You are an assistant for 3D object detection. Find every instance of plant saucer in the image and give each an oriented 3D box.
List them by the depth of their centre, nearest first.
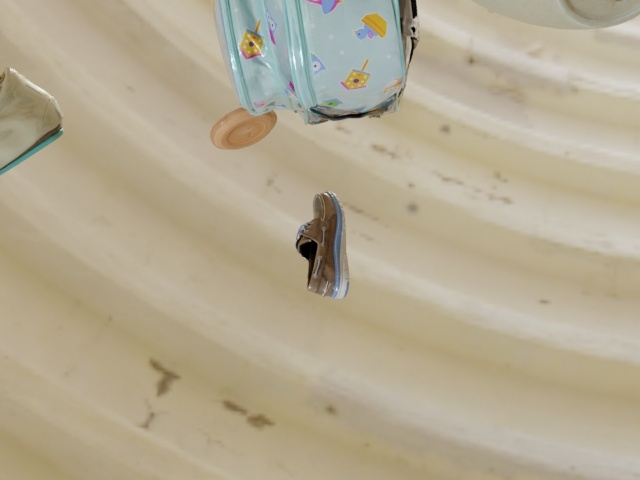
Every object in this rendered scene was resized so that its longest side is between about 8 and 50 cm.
[{"bbox_3d":[-0.089,-0.131,1.391,0.013,0.083,0.083,66,-168,21],"label":"plant saucer"}]

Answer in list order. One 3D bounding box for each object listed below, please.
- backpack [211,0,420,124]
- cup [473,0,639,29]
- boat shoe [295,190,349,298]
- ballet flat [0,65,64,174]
[{"bbox_3d":[-0.003,-0.164,0.814,0.188,0.144,0.166,-178,80,-83],"label":"backpack"},{"bbox_3d":[0.302,-0.384,1.415,0.237,0.331,0.331,-116,5,-45],"label":"cup"},{"bbox_3d":[0.000,0.000,1.735,0.066,0.066,0.183,114,155,-47],"label":"boat shoe"},{"bbox_3d":[-0.317,-0.052,0.935,0.248,0.086,0.086,-43,-41,-23],"label":"ballet flat"}]
